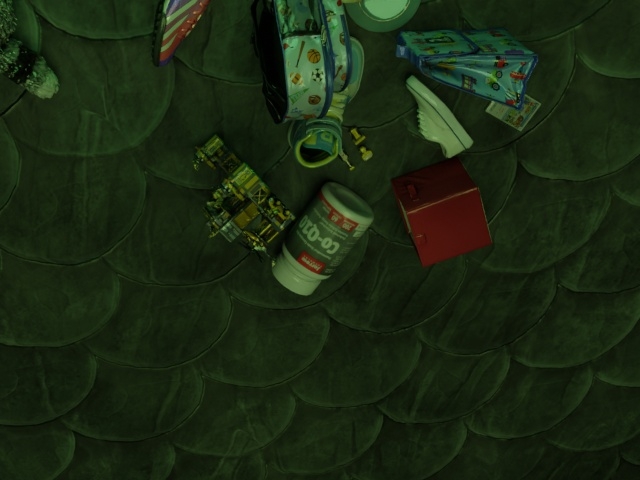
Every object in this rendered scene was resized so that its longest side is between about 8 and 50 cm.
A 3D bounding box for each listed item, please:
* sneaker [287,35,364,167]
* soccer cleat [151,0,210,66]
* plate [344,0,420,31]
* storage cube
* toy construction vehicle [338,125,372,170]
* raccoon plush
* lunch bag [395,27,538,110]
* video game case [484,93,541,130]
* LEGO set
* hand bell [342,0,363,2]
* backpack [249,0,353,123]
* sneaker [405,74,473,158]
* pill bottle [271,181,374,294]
[{"bbox_3d":[0.026,-0.310,1.751,0.127,0.208,0.319,16,117,-16],"label":"sneaker"},{"bbox_3d":[-0.294,-0.523,1.638,0.116,0.108,0.318,13,116,-20],"label":"soccer cleat"},{"bbox_3d":[0.147,-0.571,1.715,0.188,0.024,0.188,-4,123,-6],"label":"plate"},{"bbox_3d":[0.315,-0.077,1.950,0.193,0.183,0.215,-19,122,3],"label":"storage cube"},{"bbox_3d":[0.082,-0.237,1.911,0.086,0.035,0.098,-40,122,3],"label":"toy construction vehicle"},{"bbox_3d":[-0.675,-0.547,1.568,0.299,0.216,0.446,-47,147,5],"label":"raccoon plush"},{"bbox_3d":[0.312,-0.416,1.718,0.293,0.221,0.138,5,120,-11],"label":"lunch bag"},{"bbox_3d":[0.495,-0.344,1.913,0.122,0.011,0.087,24,115,-21],"label":"video game case"},{"bbox_3d":[-0.223,-0.088,1.793,0.192,0.331,0.255,-44,133,-1],"label":"LEGO set"},{"bbox_3d":[0.031,-0.646,1.625,0.126,0.126,0.242,-3,109,-6],"label":"hand bell"},{"bbox_3d":[-0.044,-0.390,1.607,0.213,0.276,0.263,-2,83,-6],"label":"backpack"},{"bbox_3d":[0.283,-0.300,1.860,0.091,0.094,0.258,-40,119,11],"label":"sneaker"},{"bbox_3d":[0.000,0.000,1.965,0.161,0.161,0.283,27,114,-22],"label":"pill bottle"}]
